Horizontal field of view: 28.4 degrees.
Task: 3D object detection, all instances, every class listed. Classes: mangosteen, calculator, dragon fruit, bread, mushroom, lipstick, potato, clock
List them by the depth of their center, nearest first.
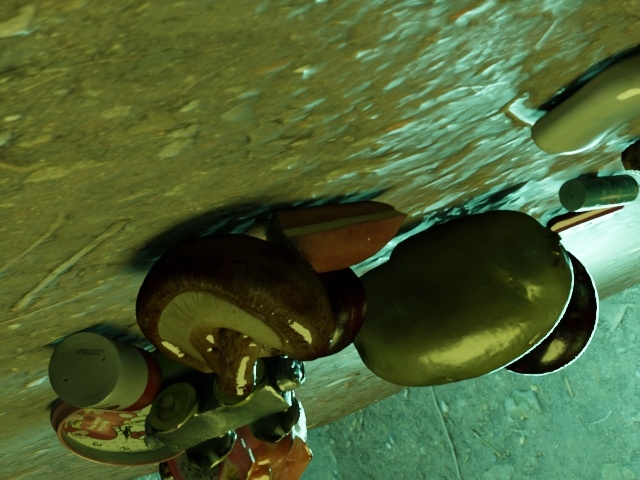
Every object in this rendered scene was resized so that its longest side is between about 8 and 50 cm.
[{"bbox_3d":[-0.090,0.063,1.377,0.231,0.194,0.138,-4,-144,29],"label":"mushroom"},{"bbox_3d":[0.000,0.001,1.454,0.192,0.067,0.119,-9,163,-42],"label":"bread"},{"bbox_3d":[-0.012,0.074,1.622,0.152,0.152,0.152,-20,168,-4],"label":"mangosteen"},{"bbox_3d":[0.197,0.086,1.783,0.326,0.221,0.243,-25,158,2],"label":"potato"},{"bbox_3d":[0.412,-0.071,1.864,0.158,0.048,0.048,-7,162,-47],"label":"lipstick"},{"bbox_3d":[-0.318,0.297,2.071,0.244,0.056,0.244,-2,143,-1],"label":"clock"},{"bbox_3d":[0.428,-0.037,2.079,0.127,0.034,0.190,-23,173,4],"label":"calculator"},{"bbox_3d":[0.322,0.109,2.099,0.289,0.231,0.231,3,155,-41],"label":"mangosteen"},{"bbox_3d":[-0.170,0.350,2.209,0.291,0.290,0.189,-29,162,35],"label":"dragon fruit"}]

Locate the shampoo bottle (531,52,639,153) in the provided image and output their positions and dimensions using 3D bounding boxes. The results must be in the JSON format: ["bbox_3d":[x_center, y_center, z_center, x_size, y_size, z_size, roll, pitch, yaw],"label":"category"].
[{"bbox_3d":[0.319,-0.156,1.334,0.108,0.051,0.221,-10,165,-31],"label":"shampoo bottle"}]

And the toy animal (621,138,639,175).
[{"bbox_3d":[0.485,-0.111,1.783,0.086,0.069,0.220,-3,171,26],"label":"toy animal"}]

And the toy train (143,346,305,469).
[{"bbox_3d":[-0.140,0.216,1.840,0.261,0.177,0.134,-23,130,16],"label":"toy train"}]

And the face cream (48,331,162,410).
[{"bbox_3d":[-0.284,0.180,1.703,0.096,0.095,0.214,-22,168,4],"label":"face cream"}]
